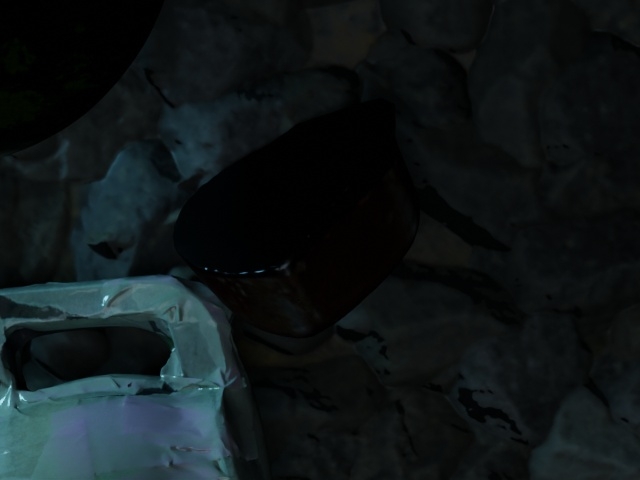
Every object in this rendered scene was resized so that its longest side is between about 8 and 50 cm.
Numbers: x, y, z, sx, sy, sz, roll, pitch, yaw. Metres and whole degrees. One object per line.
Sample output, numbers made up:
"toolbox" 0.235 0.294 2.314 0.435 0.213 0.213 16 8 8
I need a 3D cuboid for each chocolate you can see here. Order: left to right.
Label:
"chocolate" 0.000 0.000 0.861 0.148 0.125 0.080 -30 123 12

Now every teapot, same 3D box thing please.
"teapot" -0.112 0.135 0.923 0.178 0.221 0.163 -17 149 2

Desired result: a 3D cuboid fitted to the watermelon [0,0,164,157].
"watermelon" -0.199 -0.161 0.742 0.269 0.269 0.269 2 112 5
